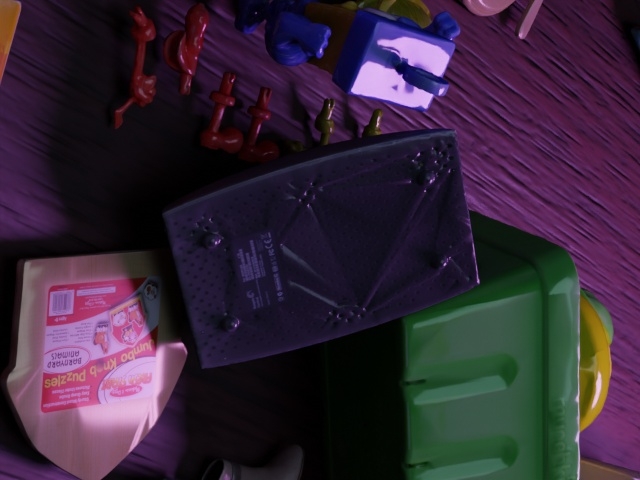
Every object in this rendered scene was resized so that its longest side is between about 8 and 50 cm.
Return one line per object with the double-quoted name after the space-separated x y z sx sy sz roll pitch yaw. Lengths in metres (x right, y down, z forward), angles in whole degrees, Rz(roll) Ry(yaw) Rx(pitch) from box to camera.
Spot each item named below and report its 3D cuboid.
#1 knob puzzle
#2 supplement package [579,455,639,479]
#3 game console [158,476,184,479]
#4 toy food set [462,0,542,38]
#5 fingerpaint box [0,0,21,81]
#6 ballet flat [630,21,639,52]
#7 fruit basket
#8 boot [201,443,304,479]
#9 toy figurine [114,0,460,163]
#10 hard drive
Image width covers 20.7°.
-0.190 0.104 1.446 0.213 0.030 0.213 -15 111 -45 "knob puzzle"
0.304 0.345 1.922 0.263 0.198 0.199 19 85 -48 "supplement package"
-0.112 0.279 1.530 0.122 0.107 0.071 -62 167 8 "game console"
0.172 -0.289 1.742 0.192 0.038 0.132 33 82 -52 "toy food set"
-0.438 -0.039 1.039 0.445 0.163 0.371 15 89 -49 "fingerpaint box"
0.431 -0.189 2.016 0.247 0.083 0.087 7 109 -46 "ballet flat"
0.186 0.147 1.719 0.392 0.283 0.392 -9 108 -28 "fruit basket"
-0.069 0.222 1.602 0.087 0.042 0.118 45 67 -41 "boot"
0.032 -0.131 1.472 0.362 0.217 0.191 11 99 -49 "toy figurine"
0.000 0.000 1.483 0.255 0.054 0.172 -17 120 -8 "hard drive"
